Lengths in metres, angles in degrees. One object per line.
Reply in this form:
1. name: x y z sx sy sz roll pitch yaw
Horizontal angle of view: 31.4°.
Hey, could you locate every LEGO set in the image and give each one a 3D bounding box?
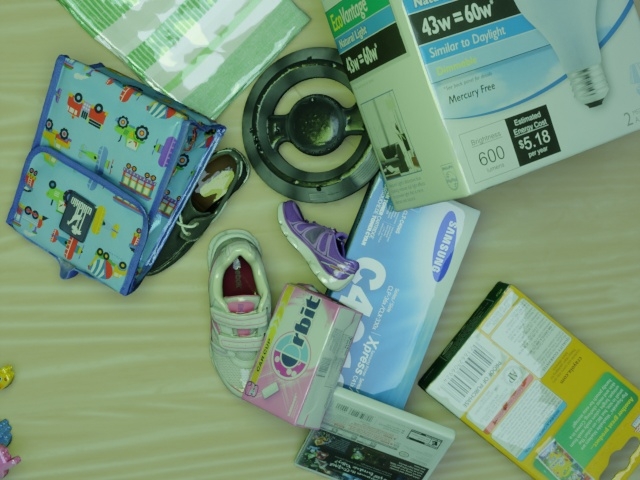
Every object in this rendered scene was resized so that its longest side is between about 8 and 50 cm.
1. LEGO set: -0.481 0.233 1.632 0.093 0.087 0.227 -27 94 11

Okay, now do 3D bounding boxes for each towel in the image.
1. towel: -0.214 -0.349 1.668 0.325 0.038 0.248 43 87 -5

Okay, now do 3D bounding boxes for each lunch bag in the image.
1. lunch bag: -0.305 -0.080 1.613 0.221 0.138 0.293 27 100 14

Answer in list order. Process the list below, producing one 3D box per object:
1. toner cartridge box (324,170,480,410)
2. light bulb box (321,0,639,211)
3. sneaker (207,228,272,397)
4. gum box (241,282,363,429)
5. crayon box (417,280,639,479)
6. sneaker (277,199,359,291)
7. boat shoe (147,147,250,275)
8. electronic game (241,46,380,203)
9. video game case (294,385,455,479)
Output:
1. toner cartridge box: 0.094 0.087 1.687 0.165 0.075 0.348 21 89 -6
2. light bulb box: 0.233 -0.270 1.572 0.358 0.225 0.361 -22 94 -23
3. sneaker: -0.119 0.111 1.650 0.103 0.111 0.252 -10 93 -5
4. gum box: -0.024 0.158 1.608 0.107 0.062 0.188 20 89 38
5. crayon box: 0.335 0.241 1.708 0.323 0.083 0.203 39 88 -4
6. sneaker: 0.000 0.000 1.653 0.071 0.068 0.170 -42 62 5
7. boat shoe: -0.196 -0.043 1.658 0.084 0.079 0.233 43 92 -6
8. electronic game: -0.005 -0.168 1.664 0.229 0.048 0.229 -1 88 14
9. video game case: 0.077 0.303 1.669 0.190 0.022 0.173 21 128 -5
